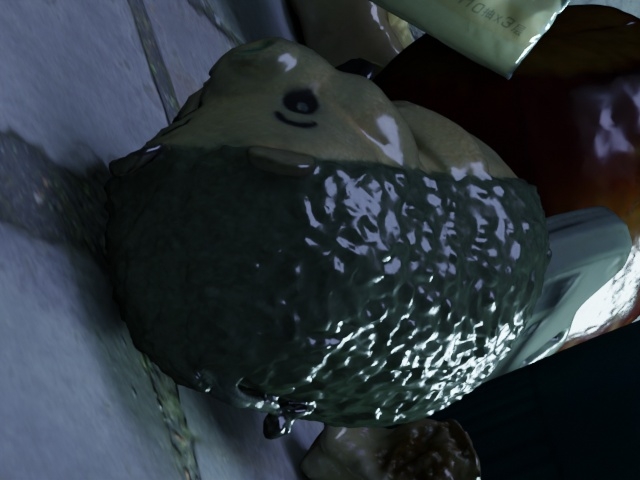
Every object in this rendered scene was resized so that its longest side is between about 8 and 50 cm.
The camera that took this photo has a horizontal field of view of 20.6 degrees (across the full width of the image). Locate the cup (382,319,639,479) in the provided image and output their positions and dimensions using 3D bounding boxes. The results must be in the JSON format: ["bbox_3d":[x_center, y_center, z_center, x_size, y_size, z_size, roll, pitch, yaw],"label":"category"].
[{"bbox_3d":[0.197,0.196,1.489,0.242,0.292,0.308,57,14,-46],"label":"cup"}]

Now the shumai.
[{"bbox_3d":[0.045,0.168,1.278,0.116,0.145,0.145,49,10,1],"label":"shumai"}]

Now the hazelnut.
[{"bbox_3d":[0.220,-0.075,1.916,0.402,0.429,0.402,31,-46,38],"label":"hazelnut"}]

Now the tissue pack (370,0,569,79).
[{"bbox_3d":[0.057,-0.384,1.742,0.405,0.205,0.331,26,29,-17],"label":"tissue pack"}]

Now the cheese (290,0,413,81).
[{"bbox_3d":[0.049,-0.232,2.111,0.235,0.117,0.218,13,57,-74],"label":"cheese"}]

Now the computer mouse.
[{"bbox_3d":[0.167,0.052,1.608,0.095,0.197,0.331,42,28,23],"label":"computer mouse"}]

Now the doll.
[{"bbox_3d":[0.000,0.000,1.092,0.349,0.247,0.247,-2,70,-63],"label":"doll"}]
